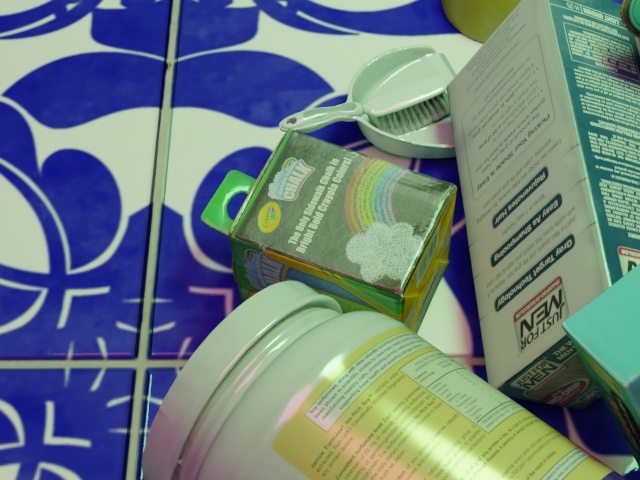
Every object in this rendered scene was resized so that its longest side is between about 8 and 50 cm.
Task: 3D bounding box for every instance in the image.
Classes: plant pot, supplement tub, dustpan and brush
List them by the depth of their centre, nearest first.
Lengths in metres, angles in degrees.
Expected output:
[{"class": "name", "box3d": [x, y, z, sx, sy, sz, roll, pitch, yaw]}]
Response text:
[{"class": "supplement tub", "box3d": [0.055, 0.202, 0.945, 0.331, 0.241, 0.241, 35, 64, 22]}, {"class": "dustpan and brush", "box3d": [0.058, -0.131, 1.274, 0.211, 0.060, 0.147, -20, 58, -11]}, {"class": "plant pot", "box3d": [0.198, -0.289, 1.355, 0.134, 0.095, 0.134, -1, 57, 2]}]

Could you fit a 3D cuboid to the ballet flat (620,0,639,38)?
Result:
[{"class": "ballet flat", "box3d": [0.351, -0.233, 1.105, 0.206, 0.073, 0.067, -23, 17, 0]}]

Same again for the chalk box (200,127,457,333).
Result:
[{"class": "chalk box", "box3d": [0.000, 0.000, 1.149, 0.213, 0.132, 0.132, 20, 60, 16]}]

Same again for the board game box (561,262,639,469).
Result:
[{"class": "board game box", "box3d": [0.372, 0.049, 0.972, 0.336, 0.254, 0.079, -38, 44, -2]}]

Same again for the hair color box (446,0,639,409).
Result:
[{"class": "hair color box", "box3d": [0.216, -0.045, 1.134, 0.105, 0.174, 0.347, 13, 53, -23]}]
